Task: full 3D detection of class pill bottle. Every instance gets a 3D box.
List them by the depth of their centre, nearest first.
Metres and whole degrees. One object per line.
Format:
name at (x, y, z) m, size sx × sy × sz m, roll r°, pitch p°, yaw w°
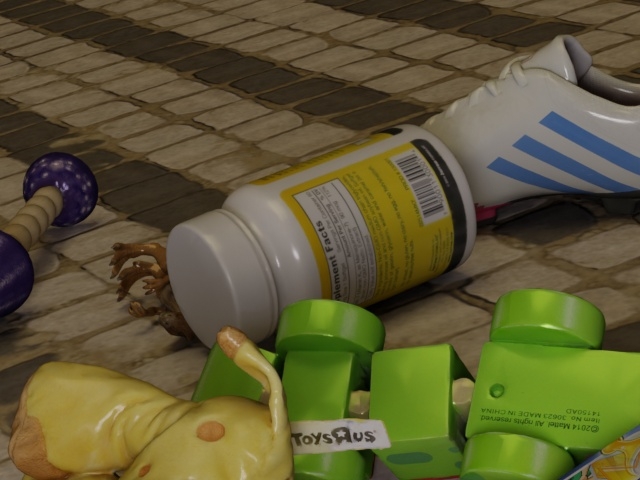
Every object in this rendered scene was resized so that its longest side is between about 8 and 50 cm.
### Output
pill bottle at (0.000, 0.000, 1.443) m, size 0.208 × 0.119 × 0.119 m, roll -22°, pitch 21°, yaw -27°

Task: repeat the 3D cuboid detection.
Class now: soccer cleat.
soccer cleat at (0.152, -0.090, 1.569) m, size 0.331 × 0.143 × 0.116 m, roll -6°, pitch 20°, yaw 16°

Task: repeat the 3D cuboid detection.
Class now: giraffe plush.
giraffe plush at (-0.080, 0.163, 0.973) m, size 0.210 × 0.181 × 0.170 m, roll -21°, pitch 25°, yaw 30°

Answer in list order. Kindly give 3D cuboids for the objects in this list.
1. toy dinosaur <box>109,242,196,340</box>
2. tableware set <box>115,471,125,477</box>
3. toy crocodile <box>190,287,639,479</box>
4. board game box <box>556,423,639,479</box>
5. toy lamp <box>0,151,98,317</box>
toy dinosaur at (-0.102, 0.026, 1.546) m, size 0.112 × 0.064 × 0.211 m, roll 11°, pitch 33°, yaw 9°
tableware set at (-0.143, 0.177, 1.177) m, size 0.141 × 0.020 × 0.168 m, roll 5°, pitch 25°, yaw 40°
toy crocodile at (0.070, 0.101, 1.154) m, size 0.340 × 0.105 × 0.115 m, roll -2°, pitch 63°, yaw 23°
board game box at (0.165, 0.157, 0.954) m, size 0.136 × 0.035 × 0.201 m, roll -34°, pitch 19°, yaw -2°
toy lamp at (-0.256, 0.001, 1.663) m, size 0.080 × 0.080 × 0.275 m, roll -7°, pitch 17°, yaw 13°
